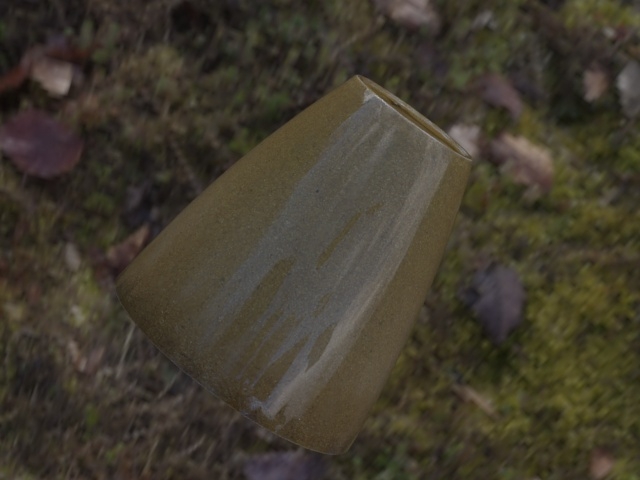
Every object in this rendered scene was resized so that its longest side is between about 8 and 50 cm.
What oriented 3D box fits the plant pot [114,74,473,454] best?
[{"bbox_3d":[0.000,0.000,1.500,0.237,0.237,0.254,36,100,3],"label":"plant pot"}]
